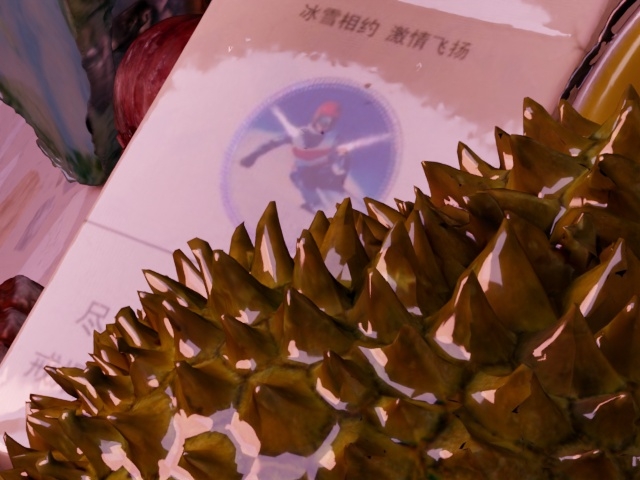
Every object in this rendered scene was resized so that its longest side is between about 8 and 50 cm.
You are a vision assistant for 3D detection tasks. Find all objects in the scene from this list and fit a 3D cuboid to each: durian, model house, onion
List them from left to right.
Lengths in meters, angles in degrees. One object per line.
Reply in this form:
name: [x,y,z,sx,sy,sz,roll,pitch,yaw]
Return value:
model house: [-0.145,-0.217,1.307,0.241,0.226,0.261,-34,-30,-23]
onion: [-0.067,-0.089,1.027,0.151,0.098,0.206,-62,20,-13]
durian: [0.026,0.080,0.396,0.237,0.200,0.176,-19,18,46]

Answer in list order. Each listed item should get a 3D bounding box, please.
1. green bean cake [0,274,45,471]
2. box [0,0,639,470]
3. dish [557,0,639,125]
green bean cake: [-0.207,0.141,0.990,0.198,0.097,0.232,-46,23,27]
box: [0.000,0.000,0.656,0.164,0.069,0.256,19,72,31]
dish: [0.128,-0.034,0.522,0.207,0.080,0.149,-60,21,-6]
